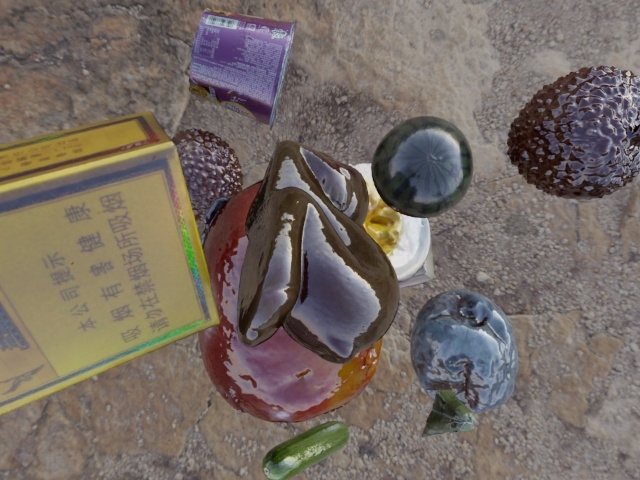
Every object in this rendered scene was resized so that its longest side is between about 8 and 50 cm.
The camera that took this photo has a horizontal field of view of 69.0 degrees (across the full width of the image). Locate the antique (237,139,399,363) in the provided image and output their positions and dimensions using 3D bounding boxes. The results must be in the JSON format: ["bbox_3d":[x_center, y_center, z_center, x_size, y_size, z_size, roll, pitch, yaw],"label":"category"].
[{"bbox_3d":[0.000,0.000,0.473,0.144,0.256,0.121,14,126,-18],"label":"antique"}]

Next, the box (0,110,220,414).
[{"bbox_3d":[-0.248,0.035,0.363,0.302,0.084,0.192,-21,130,-21],"label":"box"}]

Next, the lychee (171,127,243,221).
[{"bbox_3d":[-0.373,-0.193,1.406,0.304,0.276,0.275,33,94,17],"label":"lychee"}]

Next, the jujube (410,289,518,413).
[{"bbox_3d":[0.342,0.271,1.111,0.247,0.215,0.307,9,130,20],"label":"jujube"}]

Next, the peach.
[{"bbox_3d":[-0.048,0.092,0.818,0.339,0.353,0.416,-9,90,-23],"label":"peach"}]

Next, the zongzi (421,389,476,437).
[{"bbox_3d":[0.257,0.377,0.939,0.055,0.109,0.119,21,95,-21],"label":"zongzi"}]

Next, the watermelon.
[{"bbox_3d":[0.205,-0.147,0.950,0.212,0.212,0.212,0,96,-3],"label":"watermelon"}]

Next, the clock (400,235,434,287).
[{"bbox_3d":[0.331,0.064,1.705,0.071,0.147,0.191,33,50,-41],"label":"clock"}]

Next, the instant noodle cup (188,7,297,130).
[{"bbox_3d":[-0.235,-0.522,1.398,0.266,0.340,0.339,12,95,-8],"label":"instant noodle cup"}]

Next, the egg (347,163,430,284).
[{"bbox_3d":[0.080,-0.004,1.332,0.355,0.340,0.354,11,67,-27],"label":"egg"}]

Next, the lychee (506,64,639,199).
[{"bbox_3d":[0.524,-0.209,0.916,0.264,0.300,0.264,-7,101,-40],"label":"lychee"}]

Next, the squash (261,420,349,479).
[{"bbox_3d":[-0.024,0.424,0.951,0.239,0.069,0.069,-3,94,-48],"label":"squash"}]
